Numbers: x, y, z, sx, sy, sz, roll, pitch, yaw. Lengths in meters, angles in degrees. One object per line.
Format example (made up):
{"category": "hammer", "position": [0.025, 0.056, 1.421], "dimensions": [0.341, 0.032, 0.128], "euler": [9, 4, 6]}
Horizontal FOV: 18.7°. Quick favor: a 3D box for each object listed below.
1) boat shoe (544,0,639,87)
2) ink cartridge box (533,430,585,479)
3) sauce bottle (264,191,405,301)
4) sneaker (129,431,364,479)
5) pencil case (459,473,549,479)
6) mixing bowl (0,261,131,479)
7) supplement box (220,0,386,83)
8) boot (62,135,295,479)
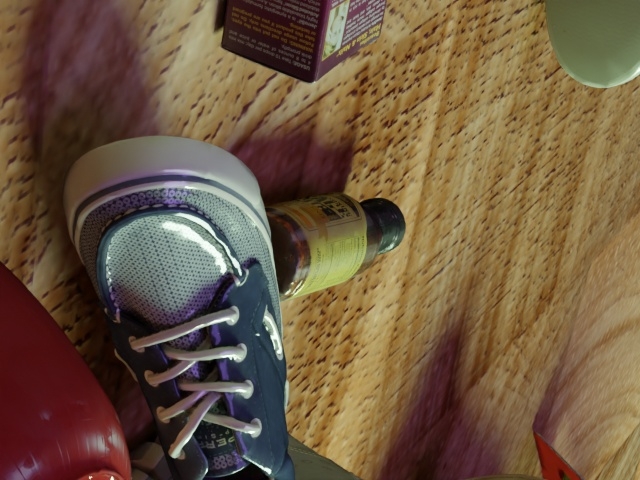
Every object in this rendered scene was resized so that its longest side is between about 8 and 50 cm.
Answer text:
{"category": "boat shoe", "position": [0.182, -0.190, 1.010], "dimensions": [0.081, 0.079, 0.227], "euler": [-20, 128, -56]}
{"category": "ink cartridge box", "position": [0.263, 0.352, 1.449], "dimensions": [0.091, 0.385, 0.308], "euler": [-37, 153, -9]}
{"category": "sauce bottle", "position": [0.000, 0.000, 0.845], "dimensions": [0.128, 0.042, 0.042], "euler": [-17, 129, -66]}
{"category": "sneaker", "position": [-0.046, 0.149, 0.769], "dimensions": [0.228, 0.132, 0.086], "euler": [-44, 151, -43]}
{"category": "pencil case", "position": [0.137, 0.299, 1.298], "dimensions": [0.410, 0.183, 0.160], "euler": [72, 32, -60]}
{"category": "mixing bowl", "position": [-0.119, 0.085, 0.576], "dimensions": [0.181, 0.098, 0.181], "euler": [-50, 153, -36]}
{"category": "supplement box", "position": [-0.001, -0.109, 0.716], "dimensions": [0.055, 0.043, 0.083], "euler": [-40, 147, -52]}
{"category": "boot", "position": [-0.041, 0.038, 0.702], "dimensions": [0.190, 0.069, 0.086], "euler": [65, 12, -64]}
